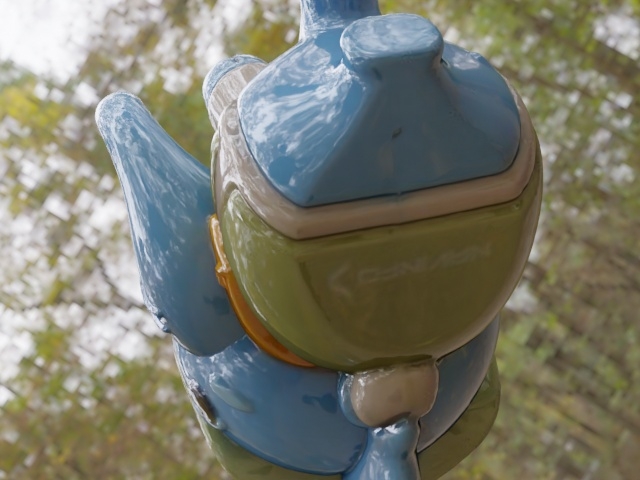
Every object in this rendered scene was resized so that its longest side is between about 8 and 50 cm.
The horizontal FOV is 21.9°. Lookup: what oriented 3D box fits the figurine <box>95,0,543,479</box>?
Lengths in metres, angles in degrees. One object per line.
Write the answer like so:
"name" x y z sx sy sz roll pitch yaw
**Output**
"figurine" 0.004 0.000 0.646 0.154 0.180 0.262 -33 -39 -31
